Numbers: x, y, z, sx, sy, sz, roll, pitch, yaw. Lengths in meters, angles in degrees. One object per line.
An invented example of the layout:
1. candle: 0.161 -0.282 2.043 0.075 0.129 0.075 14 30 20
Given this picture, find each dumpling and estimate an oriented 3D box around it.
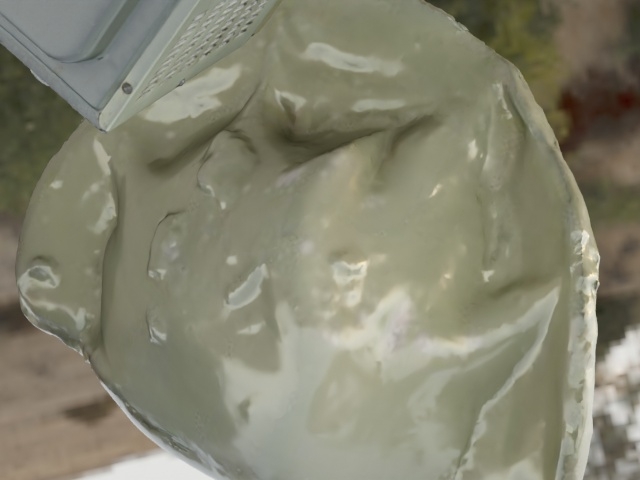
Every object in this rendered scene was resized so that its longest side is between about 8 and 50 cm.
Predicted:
1. dumpling: 0.000 0.000 1.183 0.395 0.315 0.233 17 -172 27

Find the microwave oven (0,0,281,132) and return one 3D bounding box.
1. microwave oven: -0.119 -0.185 0.839 0.145 0.240 0.194 -50 176 34
